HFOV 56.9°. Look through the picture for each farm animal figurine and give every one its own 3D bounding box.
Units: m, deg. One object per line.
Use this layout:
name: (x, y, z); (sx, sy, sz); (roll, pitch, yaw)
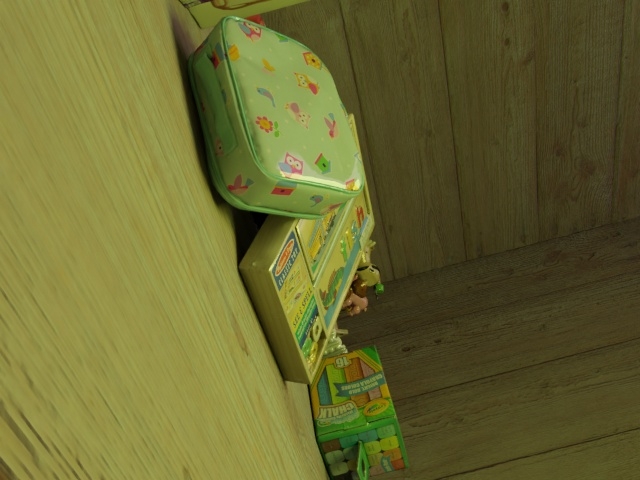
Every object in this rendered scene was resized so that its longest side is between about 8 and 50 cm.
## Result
farm animal figurine: (0.052, 0.024, 1.488); (0.326, 0.172, 0.330); (54, 11, 5)

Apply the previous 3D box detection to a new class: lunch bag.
lunch bag: (-0.070, -0.171, 0.835); (0.224, 0.108, 0.279); (3, 61, -42)

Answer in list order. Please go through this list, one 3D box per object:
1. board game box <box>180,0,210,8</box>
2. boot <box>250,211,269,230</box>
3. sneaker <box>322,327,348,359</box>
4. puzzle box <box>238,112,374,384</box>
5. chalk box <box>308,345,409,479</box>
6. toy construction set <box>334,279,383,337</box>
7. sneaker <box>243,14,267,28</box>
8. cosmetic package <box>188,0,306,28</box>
board game box: (-0.103, -0.470, 0.891); (0.142, 0.276, 0.144); (-102, 177, -79)
boot: (-0.027, -0.151, 1.185); (0.260, 0.131, 0.347); (-5, 77, -53)
sneaker: (0.002, 0.259, 1.482); (0.118, 0.110, 0.291); (-136, -149, -74)
puzzle box: (0.000, 0.000, 1.015); (0.408, 0.052, 0.272); (-65, 150, -42)
chalk box: (0.085, 0.410, 1.319); (0.289, 0.179, 0.180); (-104, 179, -56)
toy construction set: (0.037, 0.202, 1.921); (0.309, 0.258, 0.237); (38, 45, -54)
sneaker: (-0.249, -0.677, 1.720); (0.136, 0.116, 0.313); (59, 6, -50)
cosmetic package: (-0.099, -0.496, 1.038); (0.129, 0.296, 0.153); (-72, 146, -87)
